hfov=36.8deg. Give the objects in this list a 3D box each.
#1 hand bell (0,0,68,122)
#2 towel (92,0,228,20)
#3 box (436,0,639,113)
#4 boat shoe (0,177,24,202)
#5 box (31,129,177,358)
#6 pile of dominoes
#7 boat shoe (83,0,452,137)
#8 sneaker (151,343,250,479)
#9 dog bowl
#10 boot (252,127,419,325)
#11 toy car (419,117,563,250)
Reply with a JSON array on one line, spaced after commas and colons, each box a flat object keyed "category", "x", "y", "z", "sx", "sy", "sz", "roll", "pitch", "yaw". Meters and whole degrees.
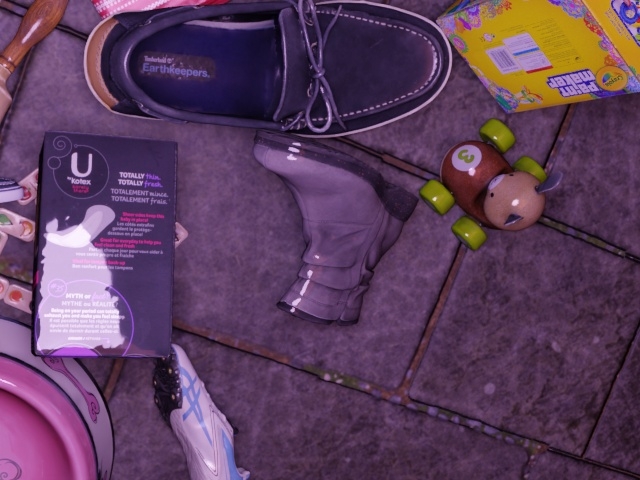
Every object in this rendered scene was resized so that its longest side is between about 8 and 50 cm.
[{"category": "hand bell", "x": -0.389, "y": -0.227, "z": 1.206, "sx": 0.126, "sy": 0.126, "sz": 0.242, "roll": 37, "pitch": 78, "yaw": -17}, {"category": "towel", "x": -0.237, "y": -0.405, "z": 1.238, "sx": 0.199, "sy": 0.031, "sz": 0.274, "roll": -30, "pitch": 104, "yaw": -5}, {"category": "box", "x": 0.356, "y": -0.330, "z": 1.239, "sx": 0.279, "sy": 0.290, "sz": 0.177, "roll": -46, "pitch": 107, "yaw": -14}, {"category": "boat shoe", "x": -0.470, "y": -0.091, "z": 1.215, "sx": 0.183, "sy": 0.065, "sz": 0.083, "roll": 2, "pitch": 99, "yaw": -11}, {"category": "box", "x": -0.274, "y": 0.012, "z": 1.208, "sx": 0.165, "sy": 0.143, "sz": 0.270, "roll": 4, "pitch": 83, "yaw": -18}, {"category": "pile of dominoes", "x": -0.322, "y": 0.024, "z": 1.288, "sx": 0.251, "sy": 0.040, "sz": 0.196, "roll": 25, "pitch": 93, "yaw": -17}, {"category": "boat shoe", "x": -0.044, "y": -0.222, "z": 1.241, "sx": 0.500, "sy": 0.156, "sz": 0.186, "roll": -3, "pitch": 102, "yaw": -22}, {"category": "sneaker", "x": -0.169, "y": 0.250, "z": 1.352, "sx": 0.086, "sy": 0.085, "sz": 0.237, "roll": -26, "pitch": 103, "yaw": -35}, {"category": "dog bowl", "x": -0.473, "y": 0.304, "z": 1.243, "sx": 0.408, "sy": 0.150, "sz": 0.408, "roll": -2, "pitch": 100, "yaw": -14}, {"category": "boot", "x": 0.000, "y": 0.000, "z": 1.250, "sx": 0.338, "sy": 0.118, "sz": 0.222, "roll": 25, "pitch": 91, "yaw": -51}, {"category": "toy car", "x": 0.254, "y": -0.069, "z": 1.335, "sx": 0.155, "sy": 0.188, "sz": 0.149, "roll": -45, "pitch": 107, "yaw": -3}]
